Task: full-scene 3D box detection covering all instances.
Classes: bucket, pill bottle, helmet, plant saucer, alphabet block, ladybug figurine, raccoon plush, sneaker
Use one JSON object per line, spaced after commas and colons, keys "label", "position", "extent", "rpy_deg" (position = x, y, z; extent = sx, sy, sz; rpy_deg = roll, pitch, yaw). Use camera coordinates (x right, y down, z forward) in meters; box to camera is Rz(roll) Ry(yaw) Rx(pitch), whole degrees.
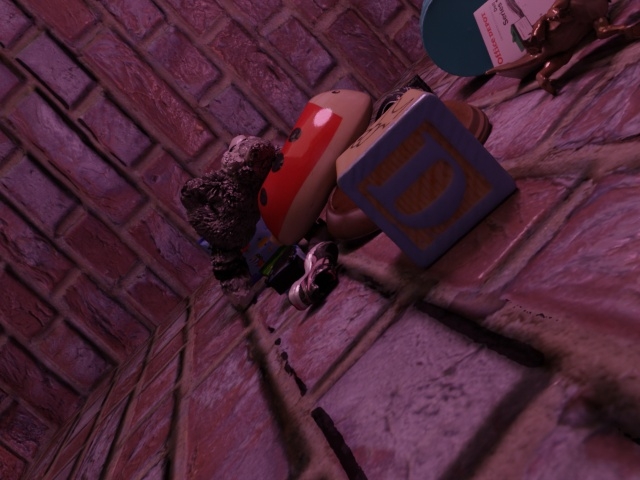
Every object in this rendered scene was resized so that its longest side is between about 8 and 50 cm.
{"label": "bucket", "position": [0.386, -0.561, 1.622], "extent": [0.281, 0.281, 0.183], "rpy_deg": [-40, 13, 25]}
{"label": "pill bottle", "position": [0.000, 0.000, 1.564], "extent": [0.043, 0.043, 0.083], "rpy_deg": [-35, 14, 44]}
{"label": "helmet", "position": [0.218, -0.302, 1.560], "extent": [0.161, 0.169, 0.169], "rpy_deg": [-59, 6, 16]}
{"label": "plant saucer", "position": [0.123, -0.130, 1.382], "extent": [0.311, 0.050, 0.310], "rpy_deg": [-35, 24, 18]}
{"label": "alphabet block", "position": [0.151, -0.104, 0.972], "extent": [0.192, 0.193, 0.197], "rpy_deg": [-42, 11, 12]}
{"label": "ladybug figurine", "position": [-0.027, -0.195, 1.593], "extent": [0.449, 0.162, 0.305], "rpy_deg": [-62, 6, -2]}
{"label": "raccoon plush", "position": [-0.178, -0.074, 1.736], "extent": [0.299, 0.446, 0.216], "rpy_deg": [-22, 5, 29]}
{"label": "sneaker", "position": [0.008, 0.068, 1.255], "extent": [0.077, 0.072, 0.178], "rpy_deg": [-21, 32, 39]}
{"label": "plant saucer", "position": [0.205, -0.201, 1.277], "extent": [0.278, 0.041, 0.278], "rpy_deg": [-25, 32, 17]}

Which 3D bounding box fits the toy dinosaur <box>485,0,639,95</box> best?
{"label": "toy dinosaur", "position": [0.427, -0.380, 1.073], "extent": [0.296, 0.127, 0.200], "rpy_deg": [-41, 22, 43]}

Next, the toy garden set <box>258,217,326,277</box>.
{"label": "toy garden set", "position": [-0.071, 0.031, 1.725], "extent": [0.204, 0.049, 0.244], "rpy_deg": [-49, 10, -9]}

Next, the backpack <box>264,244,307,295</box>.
{"label": "backpack", "position": [-0.066, 0.071, 1.430], "extent": [0.105, 0.084, 0.114], "rpy_deg": [-44, 14, 11]}

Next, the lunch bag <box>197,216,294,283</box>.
{"label": "lunch bag", "position": [-0.198, -0.029, 1.949], "extent": [0.293, 0.221, 0.138], "rpy_deg": [-40, 11, 26]}

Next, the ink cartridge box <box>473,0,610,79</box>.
{"label": "ink cartridge box", "position": [0.434, -0.449, 1.249], "extent": [0.093, 0.160, 0.219], "rpy_deg": [-5, -18, -37]}

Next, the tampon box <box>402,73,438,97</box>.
{"label": "tampon box", "position": [0.276, -0.421, 1.952], "extent": [0.161, 0.101, 0.120], "rpy_deg": [-42, 10, 22]}
